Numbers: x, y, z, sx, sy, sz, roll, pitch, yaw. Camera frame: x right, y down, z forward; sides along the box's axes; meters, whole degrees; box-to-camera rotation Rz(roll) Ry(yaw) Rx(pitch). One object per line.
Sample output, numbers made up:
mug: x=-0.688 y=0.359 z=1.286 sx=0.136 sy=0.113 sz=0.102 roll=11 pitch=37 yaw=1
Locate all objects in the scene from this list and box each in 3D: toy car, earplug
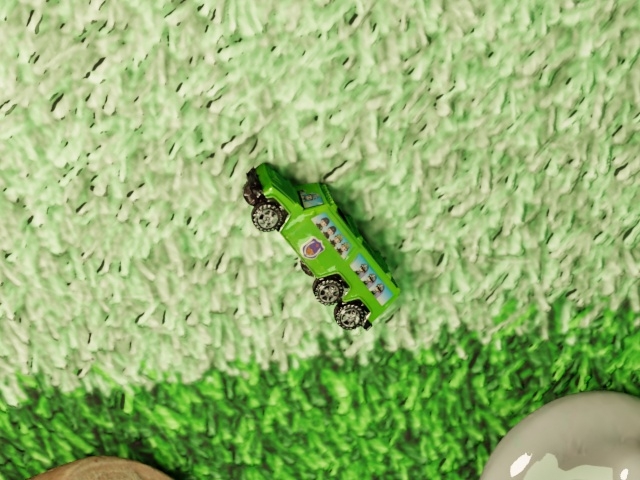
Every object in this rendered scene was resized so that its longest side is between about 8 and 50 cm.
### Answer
toy car: x=0.000 y=0.000 z=1.159 sx=0.062 sy=0.071 sz=0.165 roll=-37 pitch=114 yaw=5
earplug: x=0.298 y=0.232 z=1.227 sx=0.326 sy=0.175 sz=0.214 roll=-9 pitch=119 yaw=20

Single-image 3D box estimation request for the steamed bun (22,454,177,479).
steamed bun: x=-0.200 y=0.329 z=1.301 sx=0.252 sy=0.199 sz=0.301 roll=-26 pitch=110 yaw=36
